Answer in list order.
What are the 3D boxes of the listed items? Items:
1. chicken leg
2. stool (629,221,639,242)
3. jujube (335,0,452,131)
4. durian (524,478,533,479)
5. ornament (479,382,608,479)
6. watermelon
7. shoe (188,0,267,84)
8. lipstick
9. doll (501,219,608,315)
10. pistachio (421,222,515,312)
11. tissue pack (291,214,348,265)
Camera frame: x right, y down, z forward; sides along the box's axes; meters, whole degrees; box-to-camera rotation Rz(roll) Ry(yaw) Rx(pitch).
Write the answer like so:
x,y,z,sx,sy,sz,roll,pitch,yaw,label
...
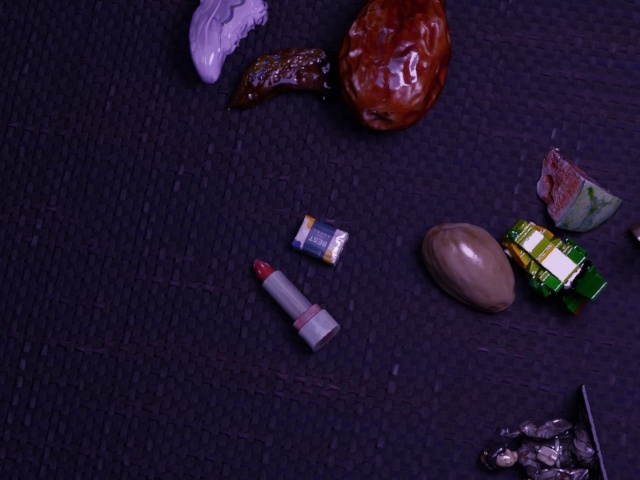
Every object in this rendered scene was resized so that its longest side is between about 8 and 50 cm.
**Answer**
x,y,z,sx,sy,sz,roll,pitch,yaw,label
-0.055,-0.291,1.878,0.234,0.063,0.105,-6,74,6,chicken leg
0.625,0.003,1.676,0.178,0.272,0.272,-41,78,13,stool
0.128,-0.322,1.805,0.197,0.197,0.290,12,65,7,jujube
0.392,0.466,1.673,0.224,0.078,0.140,12,98,-3,durian
0.349,0.331,1.695,0.196,0.153,0.166,-15,78,13,ornament
0.412,-0.082,1.777,0.158,0.121,0.098,45,108,15,watermelon
-0.159,-0.391,1.889,0.138,0.095,0.245,3,73,8,shoe
-0.050,0.101,1.811,0.063,0.057,0.186,-42,73,-3,lipstick
0.380,0.039,1.740,0.186,0.134,0.106,42,87,17,doll
0.251,0.044,1.768,0.185,0.108,0.126,41,109,4,pistachio
0.000,0.000,1.828,0.083,0.042,0.062,25,80,9,tissue pack
